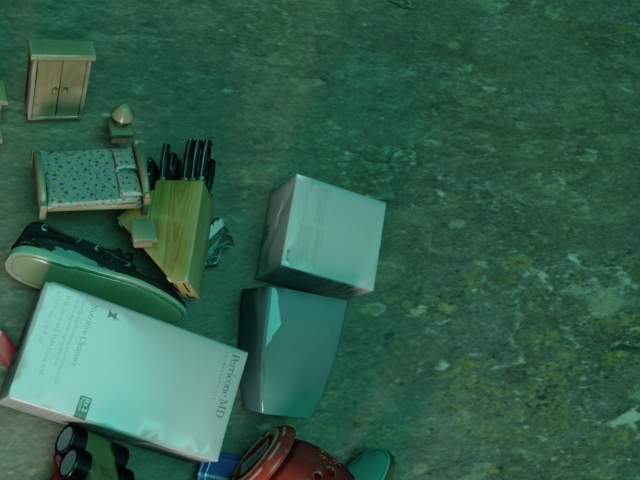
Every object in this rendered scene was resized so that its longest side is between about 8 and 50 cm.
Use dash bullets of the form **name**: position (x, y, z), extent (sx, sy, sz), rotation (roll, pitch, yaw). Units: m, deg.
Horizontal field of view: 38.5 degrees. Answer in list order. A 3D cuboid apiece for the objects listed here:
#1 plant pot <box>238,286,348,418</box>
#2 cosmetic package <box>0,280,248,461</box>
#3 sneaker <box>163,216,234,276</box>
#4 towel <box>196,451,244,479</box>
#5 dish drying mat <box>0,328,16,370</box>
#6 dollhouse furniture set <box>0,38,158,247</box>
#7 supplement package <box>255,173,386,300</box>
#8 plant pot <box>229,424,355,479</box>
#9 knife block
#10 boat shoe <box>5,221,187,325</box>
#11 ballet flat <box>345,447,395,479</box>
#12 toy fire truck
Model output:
- **plant pot**: position (-0.068, 0.219, 1.773), extent (0.165, 0.165, 0.234), rotation (12, 80, -22)
- **cosmetic package**: position (-0.348, 0.244, 1.633), extent (0.384, 0.156, 0.217), rotation (20, 69, -20)
- **sneaker**: position (-0.234, 0.029, 1.797), extent (0.166, 0.065, 0.076), rotation (-43, 105, -22)
- **towel**: position (-0.146, 0.580, 1.720), extent (0.243, 0.040, 0.336), rotation (17, 72, -23)
- **dish drying mat**: position (-0.557, 0.200, 1.632), extent (0.032, 0.008, 0.083), rotation (-33, 92, -29)
- **dollhouse furniture set**: position (-0.456, -0.168, 1.613), extent (0.303, 0.174, 0.356), rotation (-5, 58, -25)
- **supplement package**: position (0.000, 0.000, 1.860), extent (0.203, 0.149, 0.194), rotation (17, 71, -20)
- **plant pot**: position (-0.060, 0.448, 1.662), extent (0.174, 0.191, 0.191), rotation (42, 64, -9)
- **knife block**: position (-0.245, -0.057, 1.735), extent (0.242, 0.088, 0.275), rotation (-40, 63, -11)
- **boat shoe**: position (-0.398, 0.058, 1.684), extent (0.340, 0.127, 0.113), rotation (19, 45, -19)
- **ballet flat**: position (0.046, 0.560, 1.765), extent (0.342, 0.116, 0.124), rotation (-50, 128, -33)
- **toy fire truck**: position (-0.443, 0.454, 1.518), extent (0.158, 0.217, 0.246), rotation (34, 101, -33)
